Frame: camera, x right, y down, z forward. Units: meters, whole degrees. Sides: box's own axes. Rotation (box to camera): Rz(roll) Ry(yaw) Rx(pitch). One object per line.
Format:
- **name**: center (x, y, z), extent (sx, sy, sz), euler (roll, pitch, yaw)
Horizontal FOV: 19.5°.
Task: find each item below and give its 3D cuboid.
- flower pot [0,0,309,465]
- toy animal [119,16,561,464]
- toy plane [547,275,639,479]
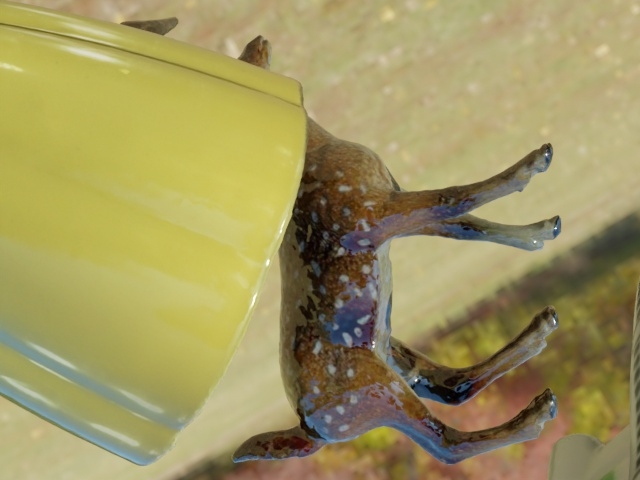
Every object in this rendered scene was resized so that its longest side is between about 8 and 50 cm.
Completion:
- **flower pot**: center (-0.123, -0.019, 0.850), extent (0.195, 0.179, 0.195), euler (-57, -163, 29)
- **toy animal**: center (-0.004, -0.002, 0.985), extent (0.260, 0.243, 0.087), euler (1, 176, 12)
- **toy plane**: center (0.108, 0.079, 0.468), extent (0.251, 0.101, 0.255), euler (-19, -148, 28)
